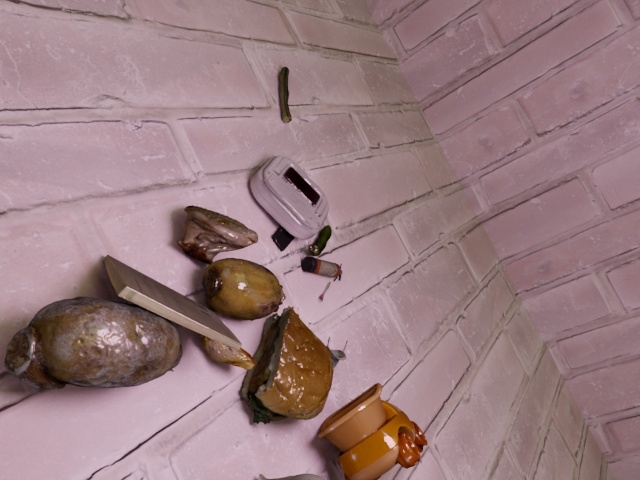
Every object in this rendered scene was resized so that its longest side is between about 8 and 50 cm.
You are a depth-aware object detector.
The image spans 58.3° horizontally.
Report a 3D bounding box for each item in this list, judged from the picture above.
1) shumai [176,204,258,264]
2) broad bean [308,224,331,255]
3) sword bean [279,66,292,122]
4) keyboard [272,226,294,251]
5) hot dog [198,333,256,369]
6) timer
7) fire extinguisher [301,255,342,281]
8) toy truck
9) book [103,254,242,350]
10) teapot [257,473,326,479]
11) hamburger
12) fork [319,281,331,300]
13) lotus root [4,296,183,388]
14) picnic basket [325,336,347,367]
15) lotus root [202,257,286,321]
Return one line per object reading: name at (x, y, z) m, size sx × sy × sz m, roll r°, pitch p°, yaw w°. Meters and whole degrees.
shumai at (-0.258, -0.001, 1.401) m, size 0.201 × 0.120 × 0.201 m, roll 24°, pitch 5°, yaw -2°
broad bean at (0.000, 0.005, 1.808) m, size 0.227 × 0.039 × 0.069 m, roll -50°, pitch 145°, yaw -70°
sword bean at (-0.128, -0.526, 2.067) m, size 0.043 × 0.038 × 0.269 m, roll 10°, pitch 54°, yaw -22°
keyboard at (-0.095, -0.033, 1.752) m, size 0.060 × 0.018 × 0.195 m, roll 60°, pitch 31°, yaw -14°
hot dog at (-0.225, 0.247, 1.307) m, size 0.169 × 0.061 × 0.078 m, roll 41°, pitch -1°, yaw 5°
timer at (-0.086, -0.138, 1.754) m, size 0.262 × 0.087 × 0.237 m, roll 45°, pitch 33°, yaw -12°
fire extinguisher at (0.014, 0.090, 1.781) m, size 0.177 × 0.050 × 0.062 m, roll 18°, pitch 93°, yaw -48°
toy truck at (0.131, 0.503, 1.452) m, size 0.212 × 0.204 × 0.288 m, roll 55°, pitch 10°, yaw 12°
book at (-0.306, 0.128, 1.186) m, size 0.282 × 0.025 × 0.215 m, roll 34°, pitch -2°, yaw -31°
teapot at (0.002, 0.624, 1.254) m, size 0.318 × 0.149 × 0.220 m, roll 29°, pitch 37°, yaw -40°
hamburger at (-0.065, 0.324, 1.412) m, size 0.211 × 0.132 × 0.309 m, roll 44°, pitch 34°, yaw -22°
fork at (0.014, 0.158, 1.766) m, size 0.016 × 0.012 × 0.115 m, roll 57°, pitch 27°, yaw -15°
lotus root at (-0.376, 0.186, 1.043) m, size 0.349 × 0.175 × 0.175 m, roll 16°, pitch 53°, yaw -56°
picnic basket at (0.038, 0.313, 1.618) m, size 0.065 × 0.083 × 0.083 m, roll 21°, pitch 92°, yaw -28°
lotus root at (-0.171, 0.124, 1.408) m, size 0.278 × 0.154 × 0.154 m, roll 27°, pitch 45°, yaw -51°
